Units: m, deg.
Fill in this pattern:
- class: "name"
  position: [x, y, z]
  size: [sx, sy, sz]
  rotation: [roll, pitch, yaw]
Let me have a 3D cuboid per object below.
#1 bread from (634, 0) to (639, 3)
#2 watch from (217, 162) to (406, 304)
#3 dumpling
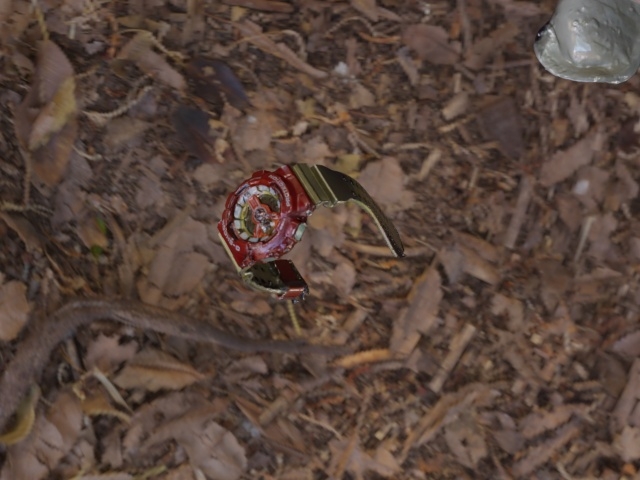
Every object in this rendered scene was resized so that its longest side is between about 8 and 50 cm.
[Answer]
- class: "bread"
  position: [0.323, -0.276, 0.807]
  size: [0.156, 0.288, 0.204]
  rotation: [20, 88, -5]
- class: "watch"
  position: [-0.007, 0.001, 1.258]
  size: [0.165, 0.102, 0.268]
  rotation: [-35, 151, 9]
- class: "dumpling"
  position: [0.381, -0.284, 1.478]
  size: [0.176, 0.092, 0.150]
  rotation: [-34, 84, -35]
